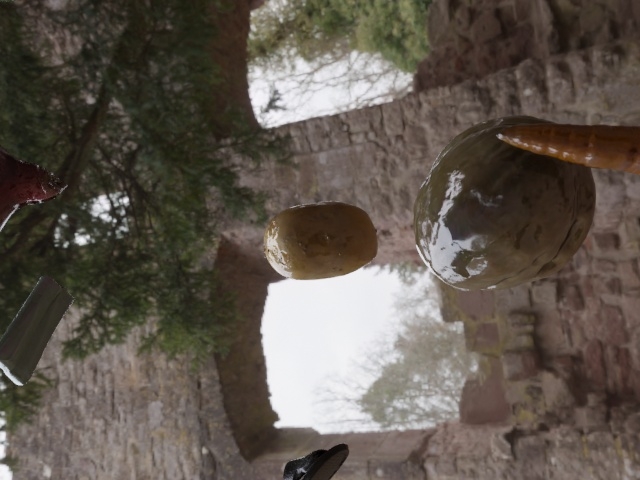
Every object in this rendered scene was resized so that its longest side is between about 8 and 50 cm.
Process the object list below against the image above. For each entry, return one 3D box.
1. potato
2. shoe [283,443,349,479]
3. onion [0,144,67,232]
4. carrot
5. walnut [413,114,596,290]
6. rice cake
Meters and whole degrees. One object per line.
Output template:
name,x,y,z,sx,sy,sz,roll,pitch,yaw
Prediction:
potato,0.000,0.000,0.933,0.109,0.178,0.118,-123,34,-55
shoe,-0.031,0.313,0.791,0.159,0.053,0.062,-54,-37,4
onion,-0.387,-0.065,0.643,0.139,0.218,0.195,106,159,-58
carrot,0.225,-0.055,0.399,0.048,0.216,0.048,11,-90,-82
walnut,0.149,-0.028,0.507,0.140,0.140,0.162,-66,-5,-55
rice cake,-0.521,0.154,1.110,0.221,0.042,0.080,-84,-30,-53
